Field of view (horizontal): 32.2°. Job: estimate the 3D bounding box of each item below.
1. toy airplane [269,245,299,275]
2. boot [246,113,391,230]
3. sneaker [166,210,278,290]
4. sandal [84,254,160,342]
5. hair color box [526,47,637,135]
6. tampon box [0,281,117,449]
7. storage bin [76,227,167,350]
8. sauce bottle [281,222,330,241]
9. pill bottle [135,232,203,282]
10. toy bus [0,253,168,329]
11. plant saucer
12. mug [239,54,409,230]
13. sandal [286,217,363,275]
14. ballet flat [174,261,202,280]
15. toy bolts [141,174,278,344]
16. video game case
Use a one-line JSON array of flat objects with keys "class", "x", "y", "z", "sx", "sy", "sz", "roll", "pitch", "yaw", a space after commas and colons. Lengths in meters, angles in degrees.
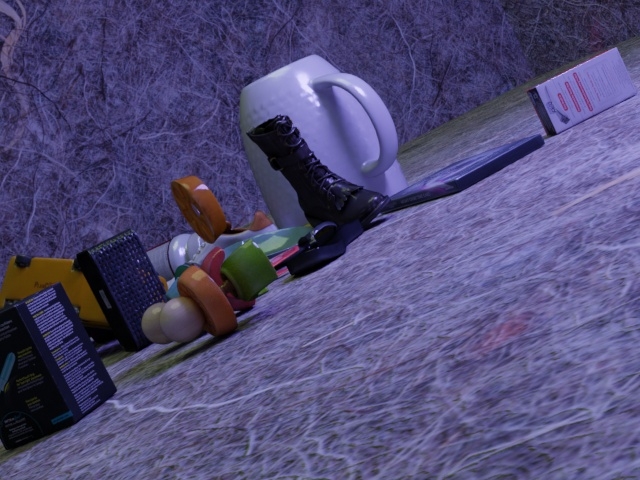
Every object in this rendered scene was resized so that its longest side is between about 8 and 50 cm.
[{"class": "toy airplane", "x": -0.092, "y": 0.052, "z": 1.859, "sx": 0.151, "sy": 0.028, "sz": 0.151, "roll": -27, "pitch": 6, "yaw": 3}, {"class": "boot", "x": -0.015, "y": -0.123, "z": 1.950, "sx": 0.091, "sy": 0.229, "sz": 0.263, "roll": -46, "pitch": 24, "yaw": -25}, {"class": "sneaker", "x": -0.214, "y": 0.030, "z": 2.173, "sx": 0.290, "sy": 0.123, "sz": 0.106, "roll": -26, "pitch": 6, "yaw": 9}, {"class": "sandal", "x": -0.457, "y": 0.148, "z": 2.195, "sx": 0.446, "sy": 0.167, "sz": 0.107, "roll": -27, "pitch": 30, "yaw": 45}, {"class": "hair color box", "x": 0.461, "y": -0.262, "z": 1.958, "sx": 0.167, "sy": 0.093, "sz": 0.053, "roll": -26, "pitch": 4, "yaw": -9}, {"class": "tampon box", "x": -0.357, "y": 0.155, "z": 1.383, "sx": 0.120, "sy": 0.161, "sz": 0.101, "roll": -23, "pitch": 6, "yaw": 25}, {"class": "storage bin", "x": -0.312, "y": 0.081, "z": 1.797, "sx": 0.084, "sy": 0.180, "sz": 0.122, "roll": -29, "pitch": 6, "yaw": -22}, {"class": "sauce bottle", "x": -0.018, "y": -0.013, "z": 2.092, "sx": 0.128, "sy": 0.042, "sz": 0.042, "roll": -24, "pitch": 6, "yaw": 24}, {"class": "pill bottle", "x": -0.304, "y": 0.057, "z": 2.337, "sx": 0.221, "sy": 0.121, "sz": 0.121, "roll": -23, "pitch": 6, "yaw": 29}, {"class": "toy bus", "x": -0.435, "y": 0.095, "z": 1.987, "sx": 0.332, "sy": 0.108, "sz": 0.130, "roll": 1, "pitch": -14, "yaw": 41}, {"class": "plant saucer", "x": -0.098, "y": 0.023, "z": 2.018, "sx": 0.195, "sy": 0.037, "sz": 0.195, "roll": -15, "pitch": 13, "yaw": 4}, {"class": "mug", "x": 0.013, "y": -0.197, "z": 2.176, "sx": 0.276, "sy": 0.328, "sz": 0.374, "roll": -30, "pitch": 6, "yaw": -34}, {"class": "sandal", "x": -0.001, "y": 0.000, "z": 1.786, "sx": 0.097, "sy": 0.054, "sz": 0.254, "roll": -25, "pitch": 5, "yaw": 17}, {"class": "ballet flat", "x": -0.199, "y": 0.074, "z": 1.999, "sx": 0.079, "sy": 0.077, "sz": 0.221, "roll": -8, "pitch": 3, "yaw": -22}, {"class": "toy bolts", "x": -0.187, "y": 0.051, "z": 1.521, "sx": 0.158, "sy": 0.218, "sz": 0.228, "roll": -34, "pitch": -11, "yaw": -20}, {"class": "video game case", "x": 0.239, "y": -0.114, "z": 1.940, "sx": 0.196, "sy": 0.026, "sz": 0.274, "roll": -28, "pitch": 6, "yaw": -25}]
